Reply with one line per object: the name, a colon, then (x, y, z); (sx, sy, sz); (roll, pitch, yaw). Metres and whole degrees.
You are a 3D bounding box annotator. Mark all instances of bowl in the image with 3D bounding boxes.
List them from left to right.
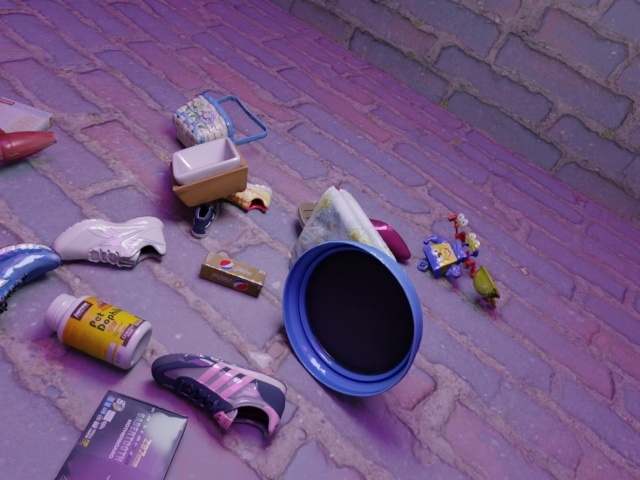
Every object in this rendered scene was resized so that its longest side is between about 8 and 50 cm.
bowl: (0.075, 0.188, 1.172); (0.391, 0.391, 0.077); (44, 31, 22)

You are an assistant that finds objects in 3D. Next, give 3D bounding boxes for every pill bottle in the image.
pill bottle: (-0.509, 0.202, 1.077); (0.215, 0.117, 0.117); (23, 41, -1)

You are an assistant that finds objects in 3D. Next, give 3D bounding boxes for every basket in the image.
basket: (-0.376, -0.428, 1.749); (0.289, 0.201, 0.255); (-28, 61, -32)

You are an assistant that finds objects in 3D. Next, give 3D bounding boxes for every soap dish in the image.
soap dish: (-0.358, -0.222, 1.502); (0.229, 0.118, 0.291); (-19, 31, -10)

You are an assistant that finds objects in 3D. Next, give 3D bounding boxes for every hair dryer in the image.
hair dryer: (-0.946, -0.318, 1.386); (0.294, 0.080, 0.223); (6, 47, -24)

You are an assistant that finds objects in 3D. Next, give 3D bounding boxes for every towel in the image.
towel: (0.051, 0.078, 1.324); (0.090, 0.320, 0.374); (0, 45, -37)

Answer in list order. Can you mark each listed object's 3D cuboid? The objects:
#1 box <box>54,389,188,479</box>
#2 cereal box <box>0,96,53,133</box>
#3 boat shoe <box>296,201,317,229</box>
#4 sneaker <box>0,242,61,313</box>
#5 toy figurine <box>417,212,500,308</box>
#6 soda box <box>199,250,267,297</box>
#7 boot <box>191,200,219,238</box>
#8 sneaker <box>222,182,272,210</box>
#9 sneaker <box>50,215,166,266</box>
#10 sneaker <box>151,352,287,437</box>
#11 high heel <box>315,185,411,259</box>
box: (-0.393, 0.435, 0.928); (0.183, 0.059, 0.232); (22, 41, -4)
cereal box: (-1.004, -0.365, 1.502); (0.173, 0.047, 0.240); (19, 40, -8)
boat shoe: (0.000, 0.000, 1.546); (0.113, 0.103, 0.302); (-9, 51, -32)
sneaker: (-0.748, 0.123, 1.068); (0.147, 0.130, 0.330); (49, 48, 6)
toy figurine: (0.462, 0.096, 1.681); (0.217, 0.191, 0.362); (-17, 56, 0)
soda box: (-0.252, 0.098, 1.354); (0.181, 0.061, 0.058); (21, 41, -4)
boot: (-0.359, -0.096, 1.492); (0.069, 0.086, 0.190); (14, 42, -11)
sneaker: (-0.266, -0.149, 1.602); (0.209, 0.081, 0.094); (5, 55, -14)
sneaker: (-0.560, 0.012, 1.271); (0.297, 0.111, 0.129); (-11, 57, -33)
sneaker: (-0.233, 0.349, 1.057); (0.319, 0.112, 0.131); (15, 38, -8)
high heel: (0.134, -0.014, 1.663); (0.377, 0.127, 0.181); (39, 75, 8)
